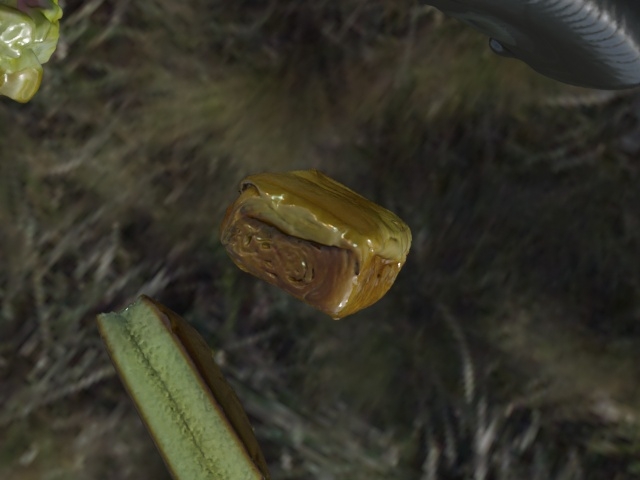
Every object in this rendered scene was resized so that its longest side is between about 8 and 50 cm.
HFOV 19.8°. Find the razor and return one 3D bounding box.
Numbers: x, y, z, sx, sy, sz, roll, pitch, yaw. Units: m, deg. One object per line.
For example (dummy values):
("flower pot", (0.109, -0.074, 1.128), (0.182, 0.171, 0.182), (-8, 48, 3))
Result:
("razor", (0.140, -0.227, 1.520), (0.349, 0.113, 0.204), (20, 178, -44))

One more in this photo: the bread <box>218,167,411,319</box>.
("bread", (0.000, 0.000, 0.838), (0.074, 0.132, 0.053), (27, 95, 12))

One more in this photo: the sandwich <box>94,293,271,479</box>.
("sandwich", (-0.134, 0.160, 1.806), (0.090, 0.088, 0.244), (-29, 97, 5))

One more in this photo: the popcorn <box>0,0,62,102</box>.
("popcorn", (-0.259, -0.167, 1.395), (0.126, 0.145, 0.126), (13, 98, -18))
